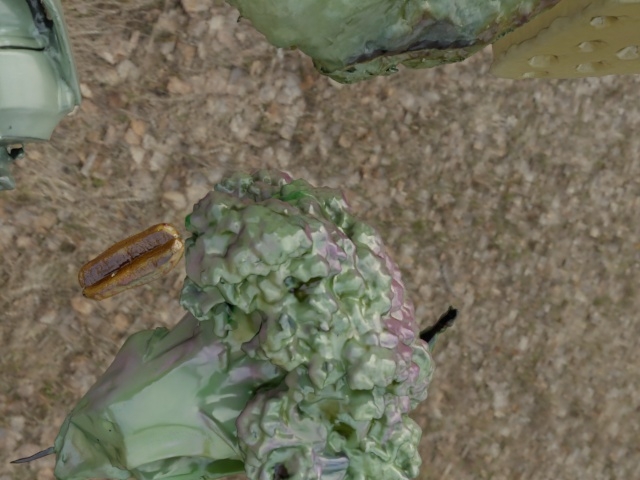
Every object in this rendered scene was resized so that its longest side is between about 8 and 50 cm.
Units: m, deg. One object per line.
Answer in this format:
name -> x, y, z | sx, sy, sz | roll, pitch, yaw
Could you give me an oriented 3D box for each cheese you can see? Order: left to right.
cheese -> 0.430, -0.336, 1.482 | 0.384, 0.383, 0.104 | 8, 78, -46

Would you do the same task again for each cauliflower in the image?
cauliflower -> -0.058, 0.090, 0.638 | 0.315, 0.239, 0.257 | -24, 92, -15

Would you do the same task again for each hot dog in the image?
hot dog -> -0.228, 0.029, 1.135 | 0.144, 0.062, 0.038 | -28, 168, 7

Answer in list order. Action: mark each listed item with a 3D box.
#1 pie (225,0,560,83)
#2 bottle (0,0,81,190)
pie -> 0.057, -0.168, 0.452 | 0.247, 0.090, 0.201 | -21, 126, -17
bottle -> -0.323, -0.214, 0.802 | 0.229, 0.229, 0.352 | -9, 91, -42
